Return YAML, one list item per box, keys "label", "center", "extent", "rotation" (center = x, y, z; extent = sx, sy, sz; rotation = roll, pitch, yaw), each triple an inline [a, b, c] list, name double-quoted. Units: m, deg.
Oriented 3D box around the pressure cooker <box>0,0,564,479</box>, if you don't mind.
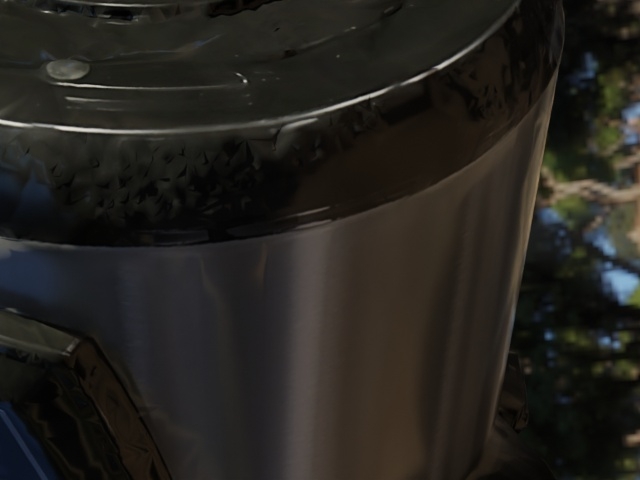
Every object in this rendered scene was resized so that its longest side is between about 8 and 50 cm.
- label: "pressure cooker"
  center: [-0.077, 0.016, 0.748]
  extent: [0.370, 0.375, 0.420]
  rotation: [-114, 22, -46]
